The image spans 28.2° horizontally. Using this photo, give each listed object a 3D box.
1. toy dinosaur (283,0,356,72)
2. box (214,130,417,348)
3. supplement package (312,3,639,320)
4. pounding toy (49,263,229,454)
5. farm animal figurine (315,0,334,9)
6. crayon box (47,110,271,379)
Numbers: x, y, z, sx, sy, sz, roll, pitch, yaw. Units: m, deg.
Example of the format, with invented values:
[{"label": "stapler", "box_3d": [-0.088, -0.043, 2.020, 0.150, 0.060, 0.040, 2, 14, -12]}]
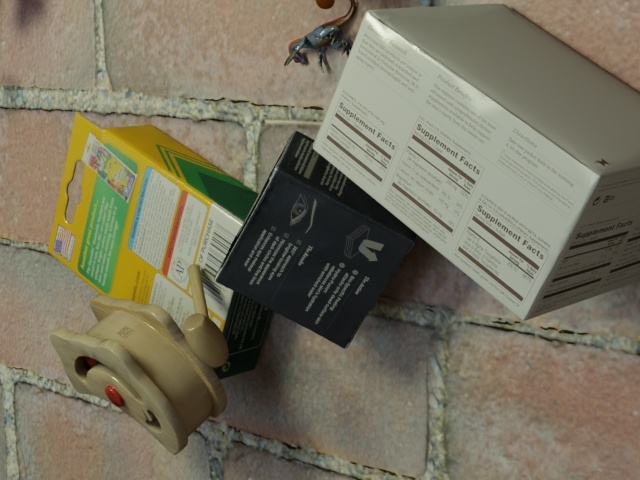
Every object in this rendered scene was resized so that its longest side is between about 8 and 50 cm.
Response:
[{"label": "toy dinosaur", "box_3d": [0.000, -0.213, 1.366, 0.082, 0.047, 0.090, 19, 77, 48]}, {"label": "box", "box_3d": [0.000, 0.000, 1.307, 0.158, 0.093, 0.156, 29, 122, -5]}, {"label": "supplement package", "box_3d": [0.168, -0.081, 1.109, 0.262, 0.204, 0.145, 42, 125, 30]}, {"label": "pounding toy", "box_3d": [-0.168, 0.130, 1.437, 0.269, 0.155, 0.154, 6, 131, 51]}, {"label": "farm animal figurine", "box_3d": [-0.030, -0.408, 1.219, 0.330, 0.172, 0.327, 34, 131, -18]}, {"label": "crayon box", "box_3d": [-0.186, -0.003, 1.531, 0.323, 0.083, 0.203, 33, 119, 33]}]
